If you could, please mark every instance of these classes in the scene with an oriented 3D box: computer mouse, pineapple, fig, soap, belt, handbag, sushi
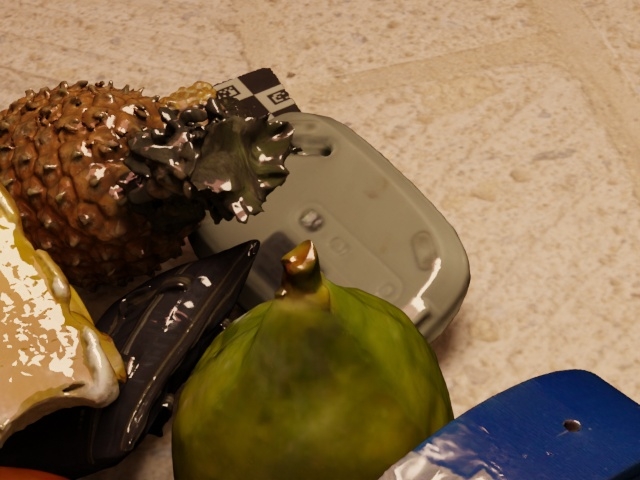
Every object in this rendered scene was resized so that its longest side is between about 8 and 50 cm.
[{"bbox_3d":[0.003,0.004,1.332,0.197,0.095,0.331,-42,50,-2],"label":"computer mouse"},{"bbox_3d":[-0.158,-0.053,1.271,0.362,0.202,0.202,-2,34,46],"label":"pineapple"},{"bbox_3d":[-0.028,0.125,1.066,0.233,0.314,0.233,-15,56,24],"label":"fig"},{"bbox_3d":[-0.295,0.088,1.212,0.169,0.338,0.304,-31,72,-20],"label":"soap"},{"bbox_3d":[0.124,0.225,0.981,0.347,0.212,0.117,-29,47,-28],"label":"belt"},{"bbox_3d":[-0.163,0.110,1.202,0.211,0.088,0.254,-28,22,41],"label":"handbag"},{"bbox_3d":[-0.106,-0.125,1.530,0.192,0.050,0.215,-21,43,-14],"label":"sushi"}]

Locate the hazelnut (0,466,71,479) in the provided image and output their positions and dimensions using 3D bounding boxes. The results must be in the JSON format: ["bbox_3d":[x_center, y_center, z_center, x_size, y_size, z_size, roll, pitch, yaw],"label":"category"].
[{"bbox_3d":[-0.265,0.293,0.903,0.366,0.365,0.365,-5,42,4],"label":"hazelnut"}]
